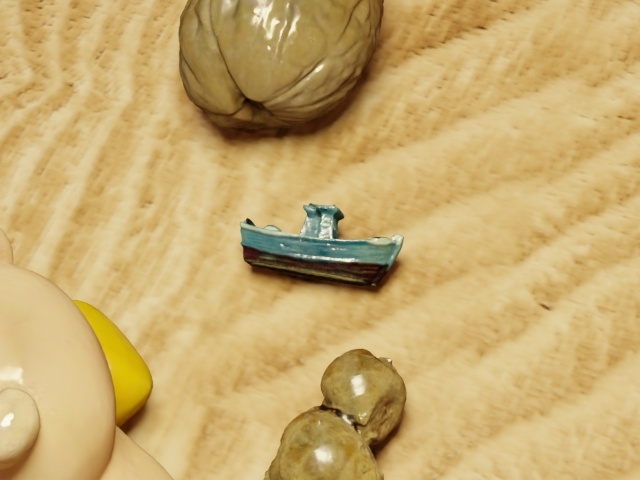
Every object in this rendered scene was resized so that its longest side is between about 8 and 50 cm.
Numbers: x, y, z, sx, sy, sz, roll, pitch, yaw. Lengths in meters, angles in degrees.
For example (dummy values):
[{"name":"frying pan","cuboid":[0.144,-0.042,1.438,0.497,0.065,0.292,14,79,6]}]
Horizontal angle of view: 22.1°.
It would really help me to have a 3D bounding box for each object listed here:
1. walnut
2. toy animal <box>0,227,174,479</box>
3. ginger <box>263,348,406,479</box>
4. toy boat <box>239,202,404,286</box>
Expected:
[{"name":"walnut","cuboid":[-0.028,-0.197,1.423,0.178,0.178,0.230,9,49,13]},{"name":"toy animal","cuboid":[-0.245,0.166,1.163,0.277,0.247,0.345,-18,57,-6]},{"name":"ginger","cuboid":[0.000,0.169,1.230,0.104,0.080,0.204,25,66,28]},{"name":"toy boat","cuboid":[0.000,0.000,1.349,0.137,0.060,0.061,10,81,18]}]
